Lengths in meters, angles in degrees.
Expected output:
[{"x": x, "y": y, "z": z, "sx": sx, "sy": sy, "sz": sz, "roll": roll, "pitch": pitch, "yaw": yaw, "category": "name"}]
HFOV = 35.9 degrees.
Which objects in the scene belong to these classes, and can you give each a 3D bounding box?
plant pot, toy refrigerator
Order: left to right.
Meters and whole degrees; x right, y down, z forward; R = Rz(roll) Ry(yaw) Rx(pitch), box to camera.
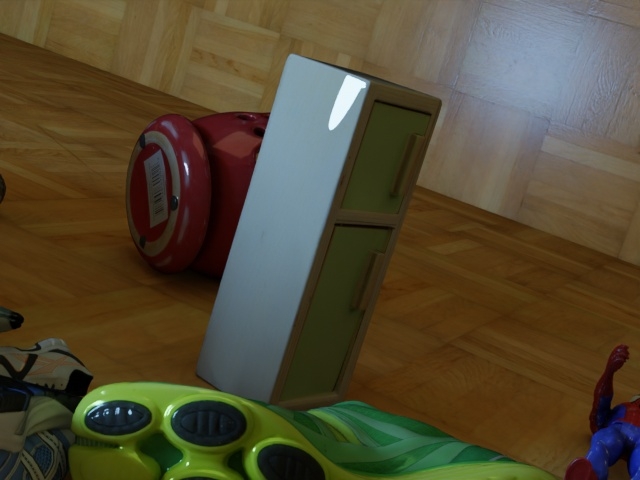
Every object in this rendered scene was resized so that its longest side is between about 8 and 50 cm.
[{"x": -0.110, "y": -0.048, "z": 1.077, "sx": 0.174, "sy": 0.191, "sz": 0.191, "roll": 0, "pitch": 19, "yaw": -33, "category": "plant pot"}, {"x": 0.000, "y": 0.000, "z": 0.788, "sx": 0.094, "sy": 0.270, "sz": 0.102, "roll": 26, "pitch": 14, "yaw": 37, "category": "toy refrigerator"}]

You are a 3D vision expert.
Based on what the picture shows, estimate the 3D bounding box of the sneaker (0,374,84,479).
[{"x": -0.174, "y": 0.112, "z": 0.515, "sx": 0.080, "sy": 0.081, "sz": 0.211, "roll": 11, "pitch": -7, "yaw": 10, "category": "sneaker"}]

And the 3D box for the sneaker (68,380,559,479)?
[{"x": -0.003, "y": 0.147, "z": 0.568, "sx": 0.295, "sy": 0.110, "sz": 0.123, "roll": 17, "pitch": -3, "yaw": -19, "category": "sneaker"}]

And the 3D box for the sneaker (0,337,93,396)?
[{"x": -0.193, "y": 0.093, "z": 0.651, "sx": 0.043, "sy": 0.040, "sz": 0.109, "roll": 34, "pitch": 22, "yaw": 20, "category": "sneaker"}]

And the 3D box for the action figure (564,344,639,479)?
[{"x": 0.282, "y": 0.149, "z": 0.859, "sx": 0.091, "sy": 0.139, "sz": 0.280, "roll": 22, "pitch": 10, "yaw": 18, "category": "action figure"}]

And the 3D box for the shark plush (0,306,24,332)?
[{"x": -0.261, "y": 0.043, "z": 0.635, "sx": 0.161, "sy": 0.067, "sz": 0.073, "roll": -3, "pitch": 27, "yaw": 37, "category": "shark plush"}]

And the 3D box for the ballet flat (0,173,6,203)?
[{"x": -0.460, "y": -0.091, "z": 1.067, "sx": 0.249, "sy": 0.058, "sz": 0.084, "roll": 17, "pitch": 11, "yaw": 1, "category": "ballet flat"}]
